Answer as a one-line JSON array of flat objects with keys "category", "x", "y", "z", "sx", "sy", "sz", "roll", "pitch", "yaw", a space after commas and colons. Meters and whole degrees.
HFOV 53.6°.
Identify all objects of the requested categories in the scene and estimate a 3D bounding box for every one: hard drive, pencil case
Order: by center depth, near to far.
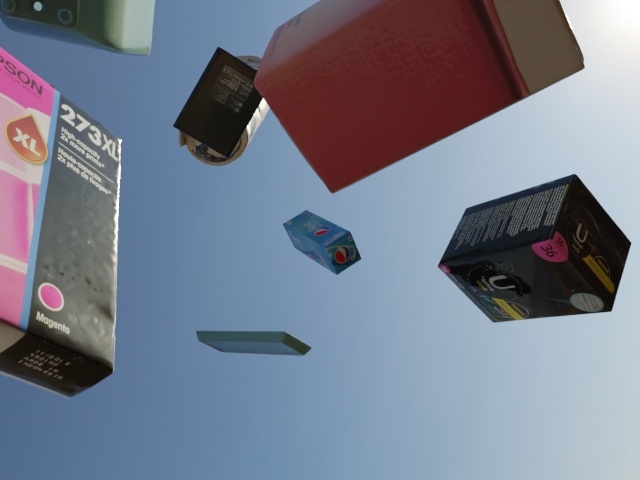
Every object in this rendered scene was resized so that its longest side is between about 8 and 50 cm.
[{"category": "hard drive", "x": -0.145, "y": -0.203, "z": 0.941, "sx": 0.094, "sy": 0.022, "sz": 0.135, "roll": 30, "pitch": -90, "yaw": -15}, {"category": "pencil case", "x": -0.234, "y": -0.348, "z": 1.651, "sx": 0.410, "sy": 0.183, "sz": 0.160, "roll": -76, "pitch": -23, "yaw": -55}]

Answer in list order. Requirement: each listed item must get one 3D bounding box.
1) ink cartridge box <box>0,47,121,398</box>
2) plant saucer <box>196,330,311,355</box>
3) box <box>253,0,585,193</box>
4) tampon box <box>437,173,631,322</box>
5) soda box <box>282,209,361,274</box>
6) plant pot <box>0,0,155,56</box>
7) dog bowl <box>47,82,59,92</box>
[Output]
[{"category": "ink cartridge box", "x": -0.263, "y": -0.059, "z": 0.561, "sx": 0.069, "sy": 0.371, "sz": 0.176, "roll": -31, "pitch": -43, "yaw": 17}, {"category": "plant saucer", "x": -0.106, "y": 0.156, "z": 0.960, "sx": 0.067, "sy": 0.192, "sz": 0.018, "roll": 38, "pitch": -122, "yaw": -42}, {"category": "box", "x": 0.078, "y": -0.168, "z": 0.546, "sx": 0.127, "sy": 0.232, "sz": 0.148, "roll": 53, "pitch": -156, "yaw": -27}, {"category": "tampon box", "x": 0.245, "y": 0.017, "z": 0.732, "sx": 0.120, "sy": 0.161, "sz": 0.101, "roll": 43, "pitch": -121, "yaw": -19}, {"category": "soda box", "x": 0.000, "y": 0.000, "z": 1.357, "sx": 0.067, "sy": 0.210, "sz": 0.071, "roll": -32, "pitch": -63, "yaw": -15}, {"category": "plant pot", "x": -0.468, "y": -0.484, "z": 1.189, "sx": 0.252, "sy": 0.247, "sz": 0.248, "roll": -78, "pitch": 0, "yaw": -69}, {"category": "dog bowl", "x": -0.535, "y": -0.116, "z": 1.201, "sx": 0.102, "sy": 0.349, "sz": 0.349, "roll": -17, "pitch": -54, "yaw": -33}]
